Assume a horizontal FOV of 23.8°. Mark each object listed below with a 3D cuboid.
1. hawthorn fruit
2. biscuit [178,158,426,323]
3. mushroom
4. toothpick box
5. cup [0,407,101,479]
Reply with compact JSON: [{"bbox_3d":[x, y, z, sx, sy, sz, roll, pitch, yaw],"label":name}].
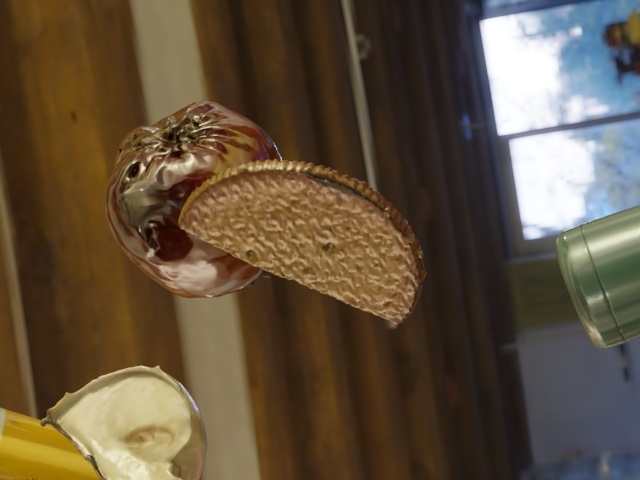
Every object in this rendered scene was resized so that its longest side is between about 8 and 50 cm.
[{"bbox_3d":[-0.201,-0.057,2.471,0.308,0.308,0.324,-83,3,-48],"label":"hawthorn fruit"},{"bbox_3d":[-0.002,-0.010,1.204,0.025,0.206,0.126,-75,12,-47],"label":"biscuit"},{"bbox_3d":[-0.197,0.267,1.934,0.236,0.162,0.173,41,179,33],"label":"mushroom"},{"bbox_3d":[0.325,0.020,1.434,0.120,0.184,0.120,-20,-90,-78],"label":"toothpick box"},{"bbox_3d":[-0.420,0.348,2.237,0.196,0.280,0.196,-165,90,-77],"label":"cup"}]
